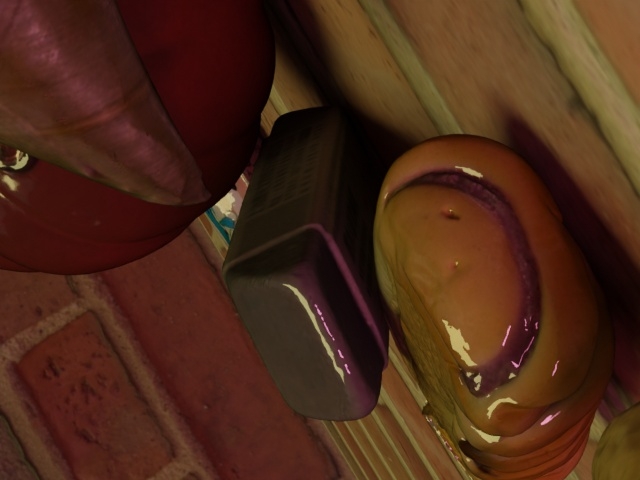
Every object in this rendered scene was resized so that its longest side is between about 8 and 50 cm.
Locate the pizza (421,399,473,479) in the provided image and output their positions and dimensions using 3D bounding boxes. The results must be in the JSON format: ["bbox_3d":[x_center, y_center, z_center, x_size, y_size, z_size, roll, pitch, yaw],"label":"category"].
[{"bbox_3d":[0.124,0.172,1.176,0.108,0.026,0.123,60,171,-32],"label":"pizza"}]

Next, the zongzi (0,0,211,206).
[{"bbox_3d":[-0.266,-0.159,0.708,0.356,0.174,0.393,5,140,34],"label":"zongzi"}]

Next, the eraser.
[{"bbox_3d":[0.000,0.000,0.870,0.352,0.061,0.089,-78,-36,-71],"label":"eraser"}]

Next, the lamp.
[{"bbox_3d":[-0.170,-0.127,0.971,0.303,0.257,0.303,17,118,34],"label":"lamp"}]

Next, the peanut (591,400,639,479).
[{"bbox_3d":[0.139,0.098,0.468,0.099,0.099,0.214,60,177,-9],"label":"peanut"}]

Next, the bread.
[{"bbox_3d":[0.079,0.041,0.709,0.134,0.081,0.225,62,176,19],"label":"bread"}]

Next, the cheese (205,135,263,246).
[{"bbox_3d":[-0.055,-0.022,1.409,0.286,0.074,0.189,54,173,28],"label":"cheese"}]
